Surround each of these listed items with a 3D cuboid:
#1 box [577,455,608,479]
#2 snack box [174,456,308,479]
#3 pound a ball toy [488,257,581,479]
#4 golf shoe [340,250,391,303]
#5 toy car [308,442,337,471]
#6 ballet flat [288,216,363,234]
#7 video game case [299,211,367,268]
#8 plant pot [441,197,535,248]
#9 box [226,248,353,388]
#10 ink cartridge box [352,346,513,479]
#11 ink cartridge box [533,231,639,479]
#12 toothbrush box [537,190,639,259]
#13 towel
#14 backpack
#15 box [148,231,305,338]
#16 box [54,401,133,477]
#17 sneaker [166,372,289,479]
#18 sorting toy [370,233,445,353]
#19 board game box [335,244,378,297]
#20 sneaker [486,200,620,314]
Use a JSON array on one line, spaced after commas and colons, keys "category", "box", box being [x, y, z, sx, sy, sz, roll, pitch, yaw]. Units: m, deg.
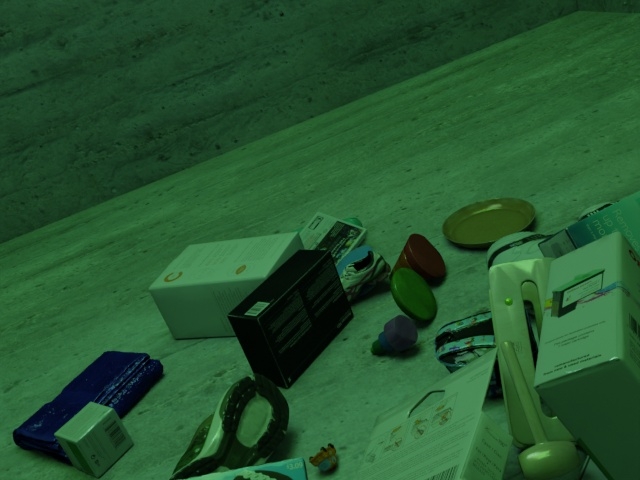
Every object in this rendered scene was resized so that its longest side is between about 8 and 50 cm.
[{"category": "box", "box": [0.476, 0.337, 0.821, 0.290, 0.087, 0.169, 1, 32, 39]}, {"category": "snack box", "box": [-0.166, 0.434, 0.951, 0.322, 0.060, 0.187, -10, 65, -2]}, {"category": "pound a ball toy", "box": [0.335, 0.183, 0.985, 0.136, 0.208, 0.319, -8, 68, 11]}, {"category": "golf shoe", "box": [0.072, 0.090, 1.595, 0.186, 0.086, 0.067, -37, 35, 10]}, {"category": "toy car", "box": [-0.020, 0.400, 1.148, 0.122, 0.060, 0.040, -39, 71, -2]}, {"category": "ballet flat", "box": [0.000, 0.000, 1.890, 0.248, 0.083, 0.087, -15, 39, 15]}, {"category": "video game case", "box": [0.007, 0.016, 1.809, 0.173, 0.022, 0.190, 21, 60, 34]}, {"category": "plant pot", "box": [0.429, -0.041, 1.706, 0.237, 0.032, 0.236, -17, 25, 8]}, {"category": "box", "box": [-0.058, 0.164, 1.464, 0.103, 0.184, 0.261, 0, 31, 41]}, {"category": "ink cartridge box", "box": [0.148, 0.315, 0.956, 0.296, 0.066, 0.261, -44, 6, 41]}, {"category": "ink cartridge box", "box": [0.396, 0.151, 0.886, 0.117, 0.201, 0.278, -31, 16, 36]}, {"category": "toothbrush box", "box": [0.584, 0.025, 1.200, 0.296, 0.216, 0.126, -24, -10, -12]}, {"category": "towel", "box": [-0.535, 0.363, 1.539, 0.228, 0.076, 0.308, 0, 31, 36]}, {"category": "backpack", "box": [0.298, 0.202, 1.198, 0.173, 0.116, 0.158, -13, 26, 13]}, {"category": "box", "box": [-0.217, 0.116, 1.702, 0.346, 0.168, 0.215, -6, 28, 26]}, {"category": "box", "box": [-0.461, 0.404, 1.366, 0.087, 0.101, 0.102, 2, 32, 40]}, {"category": "sneaker", "box": [-0.203, 0.424, 1.154, 0.182, 0.158, 0.410, -40, 8, 43]}, {"category": "sorting toy", "box": [0.177, 0.130, 1.499, 0.126, 0.127, 0.365, -40, 14, 35]}, {"category": "board game box", "box": [0.100, 0.088, 1.675, 0.133, 0.033, 0.168, -42, 34, 1]}, {"category": "sneaker", "box": [0.520, 0.047, 1.340, 0.366, 0.137, 0.210, -17, 25, 18]}]
